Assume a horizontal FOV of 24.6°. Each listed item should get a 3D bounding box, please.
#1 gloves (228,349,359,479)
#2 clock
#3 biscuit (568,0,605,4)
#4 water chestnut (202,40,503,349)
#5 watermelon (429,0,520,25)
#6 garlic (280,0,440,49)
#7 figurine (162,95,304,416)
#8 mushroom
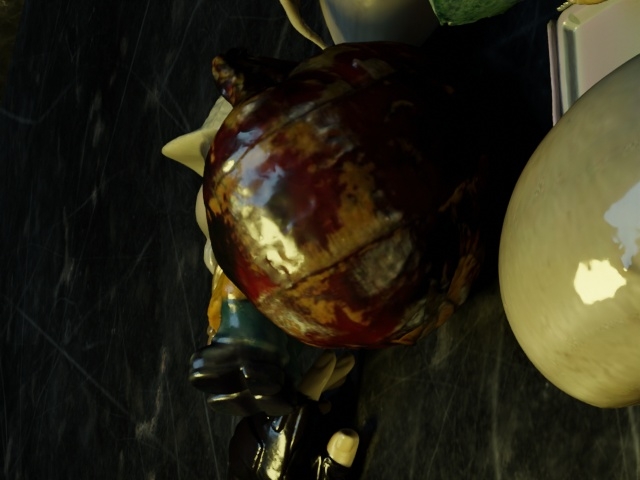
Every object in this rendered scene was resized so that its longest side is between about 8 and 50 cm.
[{"bbox_3d":[-0.024,0.194,1.459,0.164,0.124,0.203,33,125,44],"label":"gloves"},{"bbox_3d":[0.222,-0.083,0.981,0.147,0.071,0.192,149,123,-62],"label":"clock"},{"bbox_3d":[0.231,-0.231,0.927,0.220,0.033,0.220,-45,16,17],"label":"biscuit"},{"bbox_3d":[0.015,-0.040,1.209,0.244,0.289,0.289,8,92,26],"label":"water chestnut"},{"bbox_3d":[0.115,-0.287,1.112,0.148,0.226,0.318,72,-145,-60],"label":"watermelon"},{"bbox_3d":[0.013,-0.292,1.306,0.246,0.231,0.340,-114,34,-69],"label":"garlic"},{"bbox_3d":[-0.039,-0.002,1.415,0.185,0.204,0.332,69,-172,-61],"label":"figurine"},{"bbox_3d":[0.242,0.032,0.687,0.290,0.292,0.292,66,150,10],"label":"mushroom"}]
